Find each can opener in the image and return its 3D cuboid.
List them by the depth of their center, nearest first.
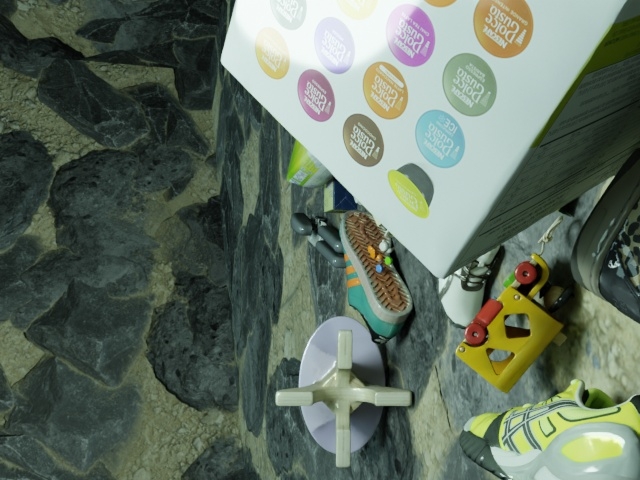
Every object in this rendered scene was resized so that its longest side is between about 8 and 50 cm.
[{"bbox_3d":[0.000,0.000,2.018,0.280,0.093,0.074,-141,55,-64],"label":"can opener"}]

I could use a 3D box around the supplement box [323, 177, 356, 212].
[{"bbox_3d":[0.045,-0.108,1.919,0.083,0.056,0.083,168,104,-73],"label":"supplement box"}]

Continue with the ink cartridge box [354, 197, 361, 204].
[{"bbox_3d":[0.119,-0.131,1.617,0.052,0.089,0.122,-107,25,-47],"label":"ink cartridge box"}]

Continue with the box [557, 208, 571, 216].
[{"bbox_3d":[0.255,-0.103,1.077,0.043,0.179,0.105,-47,24,4],"label":"box"}]

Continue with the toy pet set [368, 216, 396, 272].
[{"bbox_3d":[0.144,-0.018,1.578,0.122,0.065,0.114,-44,61,45],"label":"toy pet set"}]

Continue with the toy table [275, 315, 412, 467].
[{"bbox_3d":[0.042,0.290,1.612,0.161,0.252,0.274,122,137,-88],"label":"toy table"}]

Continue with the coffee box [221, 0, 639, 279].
[{"bbox_3d":[0.165,-0.232,0.789,0.337,0.338,0.334,47,139,20],"label":"coffee box"}]

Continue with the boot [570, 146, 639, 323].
[{"bbox_3d":[0.385,-0.036,0.638,0.377,0.138,0.284,-61,37,23],"label":"boot"}]

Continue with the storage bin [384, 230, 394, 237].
[{"bbox_3d":[0.161,-0.172,1.355,0.260,0.123,0.262,110,154,-66],"label":"storage bin"}]

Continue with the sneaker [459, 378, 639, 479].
[{"bbox_3d":[0.293,0.247,0.986,0.147,0.145,0.385,-59,10,-11],"label":"sneaker"}]

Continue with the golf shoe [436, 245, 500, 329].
[{"bbox_3d":[0.227,0.039,1.262,0.094,0.077,0.198,177,93,-73],"label":"golf shoe"}]

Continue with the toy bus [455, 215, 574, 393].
[{"bbox_3d":[0.266,0.100,1.070,0.104,0.191,0.202,40,145,11],"label":"toy bus"}]

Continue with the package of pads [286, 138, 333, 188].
[{"bbox_3d":[0.024,-0.282,1.845,0.229,0.101,0.296,144,140,-69],"label":"package of pads"}]

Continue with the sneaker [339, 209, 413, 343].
[{"bbox_3d":[0.091,0.071,1.659,0.302,0.108,0.121,-106,28,-42],"label":"sneaker"}]
